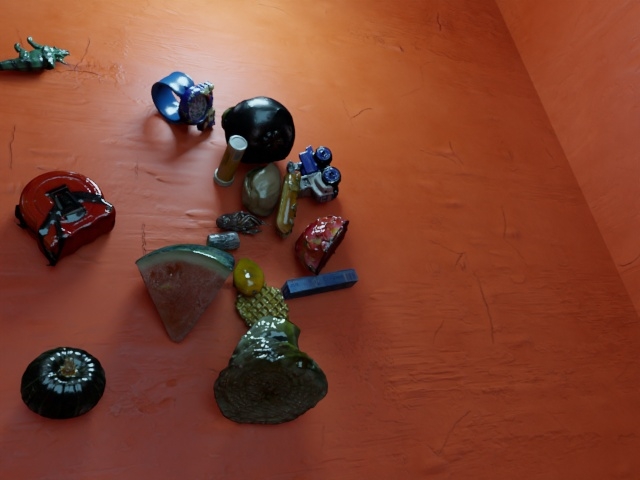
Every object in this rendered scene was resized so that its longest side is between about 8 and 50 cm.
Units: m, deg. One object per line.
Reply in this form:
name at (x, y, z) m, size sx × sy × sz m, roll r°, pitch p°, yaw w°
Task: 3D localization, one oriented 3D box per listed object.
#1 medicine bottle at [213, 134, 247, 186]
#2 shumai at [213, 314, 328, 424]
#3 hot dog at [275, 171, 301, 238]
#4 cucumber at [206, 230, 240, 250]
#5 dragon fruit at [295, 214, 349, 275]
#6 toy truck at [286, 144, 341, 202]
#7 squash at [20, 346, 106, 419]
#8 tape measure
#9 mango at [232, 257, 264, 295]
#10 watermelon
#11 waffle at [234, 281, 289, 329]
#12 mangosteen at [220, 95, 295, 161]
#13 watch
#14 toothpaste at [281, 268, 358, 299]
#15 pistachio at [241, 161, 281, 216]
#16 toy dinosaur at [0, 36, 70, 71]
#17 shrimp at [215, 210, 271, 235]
medicine bottle at (-0.313, -0.275, 1.786) m, size 0.074 × 0.218 × 0.073 m, roll 12°, pitch 58°, yaw -20°
shumai at (-0.155, 0.365, 1.523) m, size 0.309 × 0.304 × 0.263 m, roll 52°, pitch 14°, yaw -32°
hot dog at (-0.114, -0.132, 1.847) m, size 0.072 × 0.109 × 0.269 m, roll 11°, pitch 70°, yaw -3°
cucumber at (-0.329, 0.004, 1.720) m, size 0.112 × 0.064 × 0.064 m, roll -8°, pitch 66°, yaw -26°
dragon fruit at (0.000, 0.000, 1.803) m, size 0.189 × 0.162 × 0.261 m, roll 3°, pitch 34°, yaw 23°
toy truck at (-0.026, -0.244, 1.959) m, size 0.177 × 0.161 × 0.213 m, roll -18°, pitch 71°, yaw -11°
squash at (-0.651, 0.362, 1.308) m, size 0.193 × 0.156 × 0.193 m, roll 30°, pitch 46°, yaw -37°
tape measure at (-0.767, -0.084, 1.531) m, size 0.260 × 0.114 × 0.253 m, roll 47°, pitch 53°, yaw 6°
mango at (-0.234, 0.114, 1.669) m, size 0.101 × 0.066 × 0.187 m, roll 1°, pitch 33°, yaw -15°
watermelon at (-0.397, 0.121, 1.508) m, size 0.283 × 0.250 × 0.292 m, roll 1°, pitch 59°, yaw -19°
waffle at (-0.188, 0.218, 1.672) m, size 0.191 × 0.038 × 0.191 m, roll 11°, pitch 56°, yaw -18°
mangosteen at (-0.233, -0.400, 1.899) m, size 0.288 × 0.288 × 0.233 m, roll -15°, pitch 98°, yaw -31°
watch at (-0.502, -0.506, 1.867) m, size 0.200 × 0.196 × 0.171 m, roll 26°, pitch 42°, yaw 16°
toothpaste at (0.001, 0.150, 1.782) m, size 0.272 × 0.066 × 0.053 m, roll -8°, pitch 67°, yaw -29°
pistachio at (-0.208, -0.189, 1.842) m, size 0.138 × 0.153 × 0.237 m, roll -9°, pitch 55°, yaw 17°
toy dinosaur at (-1.011, -0.625, 1.754) m, size 0.292 × 0.079 × 0.120 m, roll -16°, pitch 68°, yaw -28°
shrimp at (-0.263, -0.060, 1.774) m, size 0.190 × 0.075 × 0.073 m, roll 5°, pitch 67°, yaw -21°
